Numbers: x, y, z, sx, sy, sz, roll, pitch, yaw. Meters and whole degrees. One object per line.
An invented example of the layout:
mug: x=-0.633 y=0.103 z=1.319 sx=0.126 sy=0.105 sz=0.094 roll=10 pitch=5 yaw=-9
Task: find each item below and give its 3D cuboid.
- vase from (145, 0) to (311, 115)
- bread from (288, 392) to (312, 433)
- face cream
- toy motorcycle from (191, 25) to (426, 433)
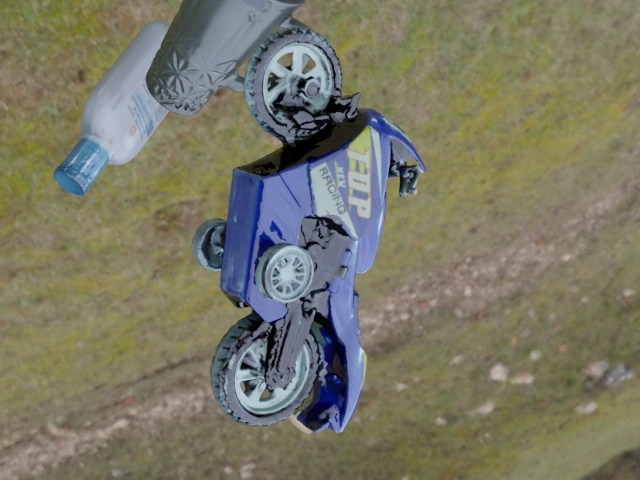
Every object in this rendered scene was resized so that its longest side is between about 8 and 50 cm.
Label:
vase: x=-0.142 y=-0.313 z=1.395 sx=0.301 sy=0.251 sz=0.156 roll=-45 pitch=-174 yaw=37
bread: x=-0.009 y=0.221 z=1.420 sx=0.086 sy=0.156 sz=0.125 roll=-35 pitch=138 yaw=21
face cream: x=-0.340 y=-0.218 z=1.600 sx=0.337 sy=0.080 sz=0.163 roll=-61 pitch=156 yaw=-29
toy motorcycle: x=0.000 y=0.000 z=0.722 sx=0.169 sy=0.113 sz=0.315 roll=1 pitch=101 yaw=-36
